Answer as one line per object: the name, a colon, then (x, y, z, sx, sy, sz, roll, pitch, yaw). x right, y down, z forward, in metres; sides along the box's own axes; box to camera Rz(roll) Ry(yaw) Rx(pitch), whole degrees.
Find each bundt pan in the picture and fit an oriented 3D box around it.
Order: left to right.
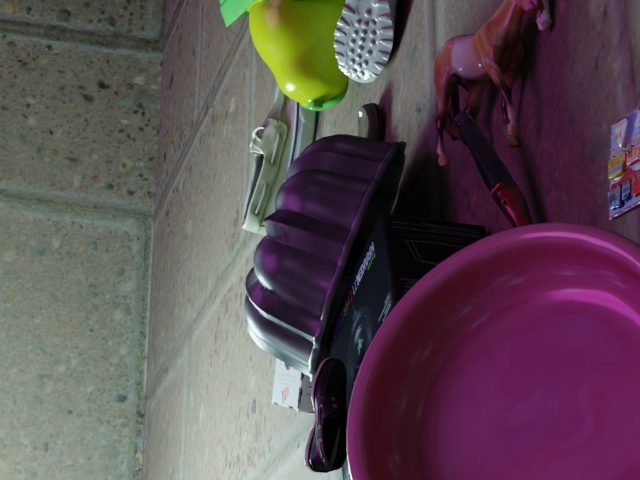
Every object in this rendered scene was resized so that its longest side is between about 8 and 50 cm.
bundt pan: (-0.004, 0.009, 2.045, 0.331, 0.124, 0.330, 19, -90, -82)

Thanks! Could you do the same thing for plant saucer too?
plant saucer: (0.181, 0.146, 1.363, 0.332, 0.084, 0.332, -19, 52, 26)

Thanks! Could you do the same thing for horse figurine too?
horse figurine: (0.183, -0.183, 1.810, 0.263, 0.066, 0.174, 155, 114, -69)

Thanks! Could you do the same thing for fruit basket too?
fruit basket: (-0.016, -0.400, 2.417, 0.392, 0.283, 0.392, 47, 163, 19)

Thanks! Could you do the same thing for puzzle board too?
puzzle board: (0.294, -0.081, 1.461, 0.128, 0.011, 0.096, 141, 134, -68)

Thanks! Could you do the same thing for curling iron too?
curling iron: (0.187, -0.038, 1.685, 0.035, 0.068, 0.274, 59, -168, -53)

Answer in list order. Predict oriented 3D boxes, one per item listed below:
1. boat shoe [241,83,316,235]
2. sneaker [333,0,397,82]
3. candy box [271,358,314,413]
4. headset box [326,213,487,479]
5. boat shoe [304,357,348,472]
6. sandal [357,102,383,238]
boat shoe: (-0.069, -0.153, 2.657, 0.109, 0.094, 0.302, 176, 101, -74)
sneaker: (0.078, -0.337, 2.260, 0.095, 0.090, 0.235, -54, -24, -56)
candy box: (-0.011, 0.154, 2.348, 0.165, 0.070, 0.196, 176, 102, -74)
headset box: (0.109, 0.158, 1.793, 0.246, 0.131, 0.283, 112, 159, -46)
boat shoe: (0.014, 0.197, 1.800, 0.042, 0.049, 0.133, -12, 63, 46)
sandal: (0.051, -0.093, 2.256, 0.090, 0.060, 0.219, 143, 133, -69)
